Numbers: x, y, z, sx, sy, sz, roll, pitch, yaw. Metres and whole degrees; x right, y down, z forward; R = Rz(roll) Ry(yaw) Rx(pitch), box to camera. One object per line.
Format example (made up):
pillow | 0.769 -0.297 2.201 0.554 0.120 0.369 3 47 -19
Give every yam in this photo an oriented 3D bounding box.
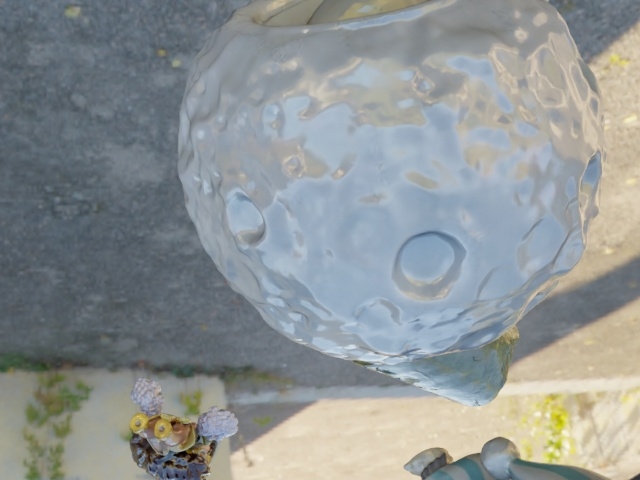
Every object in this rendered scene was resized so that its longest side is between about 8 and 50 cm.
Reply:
yam | 0.192 0.161 1.434 0.300 0.195 0.195 25 139 -38

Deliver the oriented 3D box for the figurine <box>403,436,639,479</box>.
figurine | 0.313 0.358 1.067 0.266 0.361 0.377 24 124 -33

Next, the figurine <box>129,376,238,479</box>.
figurine | -0.217 0.294 1.262 0.175 0.115 0.240 19 148 13

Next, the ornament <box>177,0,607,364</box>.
ornament | 0.059 -0.057 0.689 0.337 0.337 0.337 -7 155 -3
